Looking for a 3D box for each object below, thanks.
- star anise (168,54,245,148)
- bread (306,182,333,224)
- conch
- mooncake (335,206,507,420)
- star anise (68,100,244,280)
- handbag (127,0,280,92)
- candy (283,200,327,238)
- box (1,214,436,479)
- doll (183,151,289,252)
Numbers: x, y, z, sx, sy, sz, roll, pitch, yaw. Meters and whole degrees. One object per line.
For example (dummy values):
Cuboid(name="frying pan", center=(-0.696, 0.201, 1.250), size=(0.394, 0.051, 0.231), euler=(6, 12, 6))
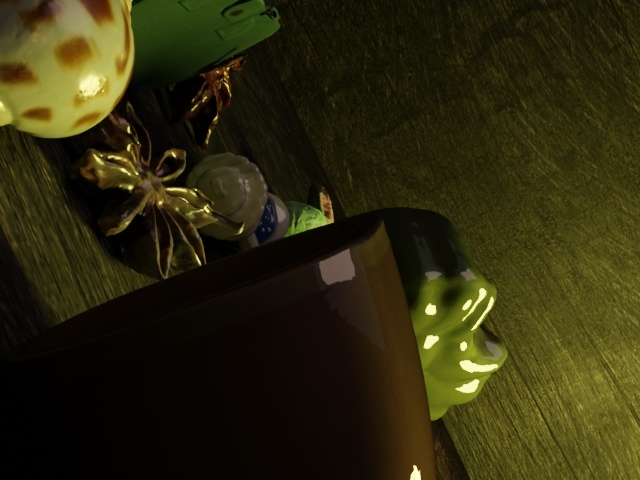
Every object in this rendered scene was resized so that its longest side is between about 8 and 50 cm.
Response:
Cuboid(name="star anise", center=(-0.168, -0.280, 1.624), size=(0.288, 0.088, 0.288), euler=(15, 90, -78))
Cuboid(name="bread", center=(0.000, 0.000, 2.013), size=(0.228, 0.034, 0.228), euler=(176, -90, -81))
Cuboid(name="conch", center=(-0.239, -0.179, 0.893), size=(0.275, 0.149, 0.182), euler=(-86, 154, -70))
Cuboid(name="mooncake", center=(0.090, 0.124, 1.462), size=(0.351, 0.351, 0.187), euler=(55, 15, -51))
Cuboid(name="star anise", center=(-0.182, -0.046, 1.103), size=(0.262, 0.081, 0.230), euler=(31, 32, -57))
Cuboid(name="handbag", center=(-0.184, -0.276, 1.280), size=(0.326, 0.239, 0.089), euler=(17, 53, -80))
Cuboid(name="candy", center=(-0.046, -0.014, 1.952), size=(0.119, 0.119, 0.440), euler=(64, -1, -2))
Cuboid(name="box", center=(-0.052, 0.124, 0.753), size=(0.301, 0.301, 0.216), euler=(-66, 137, -80))
Cuboid(name="doll", center=(-0.115, -0.041, 1.477), size=(0.293, 0.119, 0.138), euler=(54, 28, -77))
